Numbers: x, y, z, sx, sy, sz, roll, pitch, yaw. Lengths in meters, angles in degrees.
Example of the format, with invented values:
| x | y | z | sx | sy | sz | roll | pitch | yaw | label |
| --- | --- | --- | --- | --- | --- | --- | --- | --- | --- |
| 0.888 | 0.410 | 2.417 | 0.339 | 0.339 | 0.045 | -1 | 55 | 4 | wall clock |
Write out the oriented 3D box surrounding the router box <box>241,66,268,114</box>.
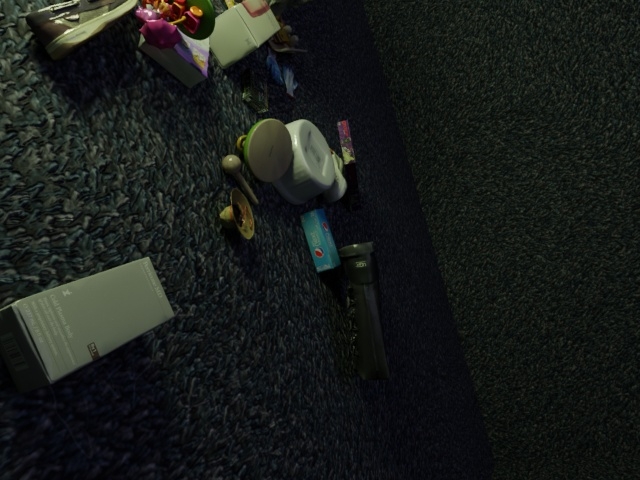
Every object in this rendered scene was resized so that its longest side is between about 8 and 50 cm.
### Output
| x | y | z | sx | sy | sz | roll | pitch | yaw | label |
| --- | --- | --- | --- | --- | --- | --- | --- | --- | --- |
| -0.216 | -0.492 | 1.413 | 0.092 | 0.038 | 0.123 | 29 | 50 | -53 | router box |

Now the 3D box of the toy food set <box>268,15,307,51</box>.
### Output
| x | y | z | sx | sy | sz | roll | pitch | yaw | label |
| --- | --- | --- | --- | --- | --- | --- | --- | --- | --- |
| -0.165 | -0.876 | 1.667 | 0.306 | 0.092 | 0.220 | 62 | 27 | -11 | toy food set |

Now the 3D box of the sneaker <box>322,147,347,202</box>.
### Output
| x | y | z | sx | sy | sz | roll | pitch | yaw | label |
| --- | --- | --- | --- | --- | --- | --- | --- | --- | --- |
| 0.028 | -0.263 | 1.673 | 0.123 | 0.105 | 0.290 | 48 | 24 | -34 | sneaker |

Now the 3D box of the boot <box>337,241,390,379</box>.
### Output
| x | y | z | sx | sy | sz | roll | pitch | yaw | label |
| --- | --- | --- | --- | --- | --- | --- | --- | --- | --- |
| 0.162 | 0.240 | 1.541 | 0.367 | 0.146 | 0.446 | 13 | 67 | -81 | boot |

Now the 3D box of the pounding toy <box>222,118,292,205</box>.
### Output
| x | y | z | sx | sy | sz | roll | pitch | yaw | label |
| --- | --- | --- | --- | --- | --- | --- | --- | --- | --- |
| -0.196 | -0.250 | 1.265 | 0.237 | 0.110 | 0.183 | -55 | 140 | -22 | pounding toy |

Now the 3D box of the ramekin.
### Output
| x | y | z | sx | sy | sz | roll | pitch | yaw | label |
| --- | --- | --- | --- | --- | --- | --- | --- | --- | --- |
| -0.064 | -0.271 | 1.458 | 0.277 | 0.135 | 0.278 | 41 | 40 | -46 | ramekin |

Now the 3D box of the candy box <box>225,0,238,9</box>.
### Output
| x | y | z | sx | sy | sz | roll | pitch | yaw | label |
| --- | --- | --- | --- | --- | --- | --- | --- | --- | --- |
| -0.286 | -0.806 | 1.485 | 0.206 | 0.027 | 0.105 | 64 | 28 | -14 | candy box |

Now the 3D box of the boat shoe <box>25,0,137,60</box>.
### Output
| x | y | z | sx | sy | sz | roll | pitch | yaw | label |
| --- | --- | --- | --- | --- | --- | --- | --- | --- | --- |
| -0.468 | -0.464 | 0.859 | 0.092 | 0.102 | 0.285 | 56 | 36 | -37 | boat shoe |

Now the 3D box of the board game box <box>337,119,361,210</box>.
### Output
| x | y | z | sx | sy | sz | roll | pitch | yaw | label |
| --- | --- | --- | --- | --- | --- | --- | --- | --- | --- |
| 0.121 | -0.295 | 1.758 | 0.347 | 0.056 | 0.208 | 71 | 6 | -63 | board game box |

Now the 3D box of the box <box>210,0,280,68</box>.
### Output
| x | y | z | sx | sy | sz | roll | pitch | yaw | label |
| --- | --- | --- | --- | --- | --- | --- | --- | --- | --- |
| -0.244 | -0.657 | 1.340 | 0.127 | 0.148 | 0.232 | 57 | 30 | -27 | box |

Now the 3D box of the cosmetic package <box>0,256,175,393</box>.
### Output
| x | y | z | sx | sy | sz | roll | pitch | yaw | label |
| --- | --- | --- | --- | --- | --- | --- | --- | --- | --- |
| -0.367 | 0.123 | 0.687 | 0.238 | 0.107 | 0.127 | -32 | 99 | -59 | cosmetic package |

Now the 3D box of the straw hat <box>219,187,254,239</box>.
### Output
| x | y | z | sx | sy | sz | roll | pitch | yaw | label |
| --- | --- | --- | --- | --- | --- | --- | --- | --- | --- |
| -0.226 | -0.060 | 1.107 | 0.144 | 0.061 | 0.145 | -13 | 90 | -80 | straw hat |

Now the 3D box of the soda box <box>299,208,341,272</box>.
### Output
| x | y | z | sx | sy | sz | roll | pitch | yaw | label |
| --- | --- | --- | --- | --- | --- | --- | --- | --- | --- |
| 0.000 | 0.000 | 1.485 | 0.071 | 0.067 | 0.210 | -17 | 90 | -63 | soda box |

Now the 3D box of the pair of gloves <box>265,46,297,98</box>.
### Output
| x | y | z | sx | sy | sz | roll | pitch | yaw | label |
| --- | --- | --- | --- | --- | --- | --- | --- | --- | --- |
| -0.145 | -0.642 | 1.654 | 0.198 | 0.023 | 0.160 | 26 | 52 | -54 | pair of gloves |

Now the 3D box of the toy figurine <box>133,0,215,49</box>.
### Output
| x | y | z | sx | sy | sz | roll | pitch | yaw | label |
| --- | --- | --- | --- | --- | --- | --- | --- | --- | --- |
| -0.351 | -0.504 | 0.964 | 0.173 | 0.130 | 0.159 | 38 | 49 | -11 | toy figurine |

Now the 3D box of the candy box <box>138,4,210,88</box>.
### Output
| x | y | z | sx | sy | sz | roll | pitch | yaw | label |
| --- | --- | --- | --- | --- | --- | --- | --- | --- | --- |
| -0.370 | -0.529 | 1.112 | 0.164 | 0.070 | 0.197 | 33 | 47 | -51 | candy box |

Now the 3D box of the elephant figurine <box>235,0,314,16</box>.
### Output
| x | y | z | sx | sy | sz | roll | pitch | yaw | label |
| --- | --- | --- | --- | --- | --- | --- | --- | --- | --- |
| -0.151 | -0.841 | 1.467 | 0.169 | 0.239 | 0.186 | 57 | 25 | -31 | elephant figurine |
